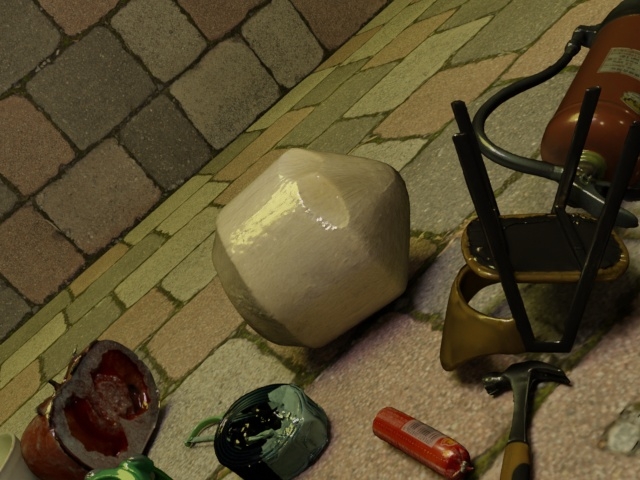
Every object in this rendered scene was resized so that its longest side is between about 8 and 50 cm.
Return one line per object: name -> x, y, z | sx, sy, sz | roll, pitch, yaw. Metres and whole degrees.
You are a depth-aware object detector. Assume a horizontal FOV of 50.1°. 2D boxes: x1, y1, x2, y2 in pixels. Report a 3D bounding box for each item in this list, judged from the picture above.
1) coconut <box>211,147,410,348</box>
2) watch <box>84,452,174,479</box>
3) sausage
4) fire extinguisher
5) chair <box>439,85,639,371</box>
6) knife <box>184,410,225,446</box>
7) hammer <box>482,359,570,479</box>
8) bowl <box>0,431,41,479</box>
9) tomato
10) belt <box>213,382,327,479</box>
coconut -> 0.000, 0.000, 0.887 | 0.266, 0.237, 0.237 | -35, 19, 12
watch -> -0.175, 0.306, 0.668 | 0.131, 0.152, 0.165 | -39, 48, -3
sausage -> 0.093, 0.182, 0.612 | 0.034, 0.034, 0.129 | -45, 20, -17
fire extinguisher -> 0.313, -0.153, 0.811 | 0.200, 0.113, 0.376 | 2, 42, 36
chair -> 0.188, -0.001, 0.631 | 0.173, 0.246, 0.158 | -5, 21, 11
knife -> -0.100, 0.234, 0.876 | 0.212, 0.015, 0.054 | -22, 24, 42
hammer -> 0.158, 0.169, 0.539 | 0.078, 0.021, 0.201 | -26, 23, 33
bowl -> -0.501, 0.426, 0.981 | 0.277, 0.145, 0.277 | -34, 21, 15
tomato -> -0.355, 0.274, 1.018 | 0.155, 0.180, 0.214 | -37, 14, 27
belt -> -0.057, 0.213, 0.758 | 0.140, 0.058, 0.105 | -24, 35, 29
